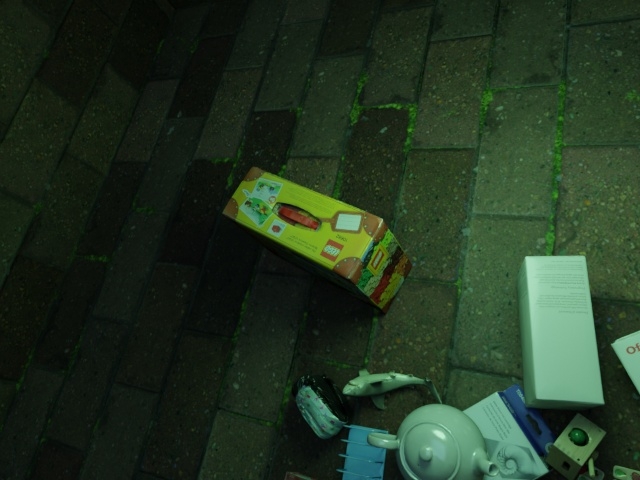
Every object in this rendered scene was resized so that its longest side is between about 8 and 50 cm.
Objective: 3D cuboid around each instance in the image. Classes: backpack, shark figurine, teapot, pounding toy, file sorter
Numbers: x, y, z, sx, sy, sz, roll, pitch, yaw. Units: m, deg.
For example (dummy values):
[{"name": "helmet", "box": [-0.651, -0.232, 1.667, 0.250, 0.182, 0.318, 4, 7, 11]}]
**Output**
[{"name": "backpack", "box": [0.004, 0.499, 1.463, 0.115, 0.152, 0.182, -51, 60, 14]}, {"name": "shark figurine", "box": [0.207, 0.446, 1.430, 0.278, 0.166, 0.116, -3, 91, 4]}, {"name": "teapot", "box": [0.287, 0.538, 1.237, 0.256, 0.187, 0.252, -43, 56, 12]}, {"name": "pounding toy", "box": [0.615, 0.501, 1.148, 0.130, 0.141, 0.100, -37, 50, -22]}, {"name": "file sorter", "box": [0.114, 0.616, 1.370, 0.118, 0.104, 0.170, 1, 67, 24]}]

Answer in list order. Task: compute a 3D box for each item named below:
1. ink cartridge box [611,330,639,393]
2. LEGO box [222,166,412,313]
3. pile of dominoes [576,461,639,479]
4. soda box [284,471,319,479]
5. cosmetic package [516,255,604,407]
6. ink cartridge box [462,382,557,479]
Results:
[{"name": "ink cartridge box", "box": [0.868, 0.337, 1.108, 0.226, 0.131, 0.306, -35, 54, 31]}, {"name": "LEGO box", "box": [0.000, 0.000, 1.547, 0.500, 0.372, 0.193, 25, 80, 32]}, {"name": "pile of dominoes", "box": [0.687, 0.654, 1.113, 0.196, 0.040, 0.251, 2, 67, 35]}, {"name": "soda box", "box": [0.019, 0.740, 1.368, 0.263, 0.083, 0.092, 6, 69, 27]}, {"name": "cosmetic package", "box": [0.606, 0.242, 1.259, 0.155, 0.197, 0.365, -1, 68, 13]}, {"name": "ink cartridge box", "box": [0.489, 0.524, 1.277, 0.224, 0.045, 0.223, -34, 58, 7]}]
